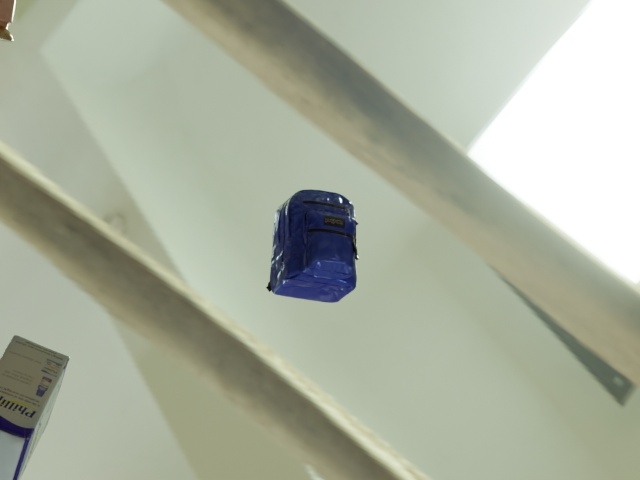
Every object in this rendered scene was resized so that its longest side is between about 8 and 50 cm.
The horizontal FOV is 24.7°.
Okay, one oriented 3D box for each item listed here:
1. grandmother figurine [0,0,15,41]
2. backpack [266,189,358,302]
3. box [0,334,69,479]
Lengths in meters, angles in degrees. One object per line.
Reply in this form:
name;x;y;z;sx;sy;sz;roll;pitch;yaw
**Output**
grandmother figurine;-0.513;-0.496;2.306;0.104;0.208;0.342;13;-89;20
backpack;0.000;0.000;1.694;0.101;0.098;0.120;-38;-134;54
box;-0.348;0.202;1.642;0.137;0.072;0.126;-71;-176;-50
